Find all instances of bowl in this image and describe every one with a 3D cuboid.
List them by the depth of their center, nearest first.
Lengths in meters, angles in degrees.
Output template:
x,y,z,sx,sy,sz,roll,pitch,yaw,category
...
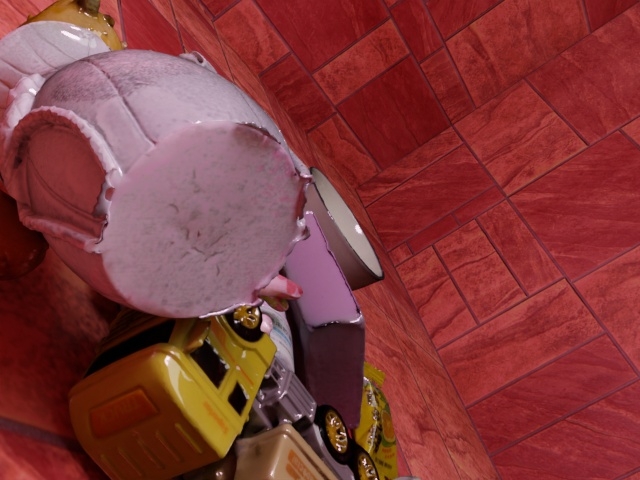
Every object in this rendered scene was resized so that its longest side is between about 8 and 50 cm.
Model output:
x,y,z,sx,sy,sz,roll,pitch,yaw,category
0.000,0.000,1.591,0.354,0.185,0.354,53,13,-18,bowl

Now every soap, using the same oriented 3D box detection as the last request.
x,y,z,sx,sy,sz,roll,pitch,yaw,category
-0.017,0.141,1.060,0.296,0.107,0.285,-115,-163,-47,soap

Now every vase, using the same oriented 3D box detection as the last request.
x,y,z,sx,sy,sz,roll,pitch,yaw,category
-0.219,-0.103,0.643,0.445,0.250,0.250,36,-5,43,vase

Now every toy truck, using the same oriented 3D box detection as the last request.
x,y,z,sx,sy,sz,roll,pitch,yaw,category
-0.088,0.247,0.665,0.405,0.181,0.254,57,19,-17,toy truck

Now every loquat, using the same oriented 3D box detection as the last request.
x,y,z,sx,sy,sz,roll,pitch,yaw,category
-0.361,-0.269,0.872,0.149,0.204,0.172,37,27,-7,loquat

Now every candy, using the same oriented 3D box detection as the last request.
x,y,z,sx,sy,sz,roll,pitch,yaw,category
0.108,0.389,1.292,0.187,0.081,0.297,45,30,-43,candy

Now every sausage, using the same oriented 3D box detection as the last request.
x,y,z,sx,sy,sz,roll,pitch,yaw,category
-0.346,-0.022,0.570,0.179,0.089,0.089,44,17,-34,sausage

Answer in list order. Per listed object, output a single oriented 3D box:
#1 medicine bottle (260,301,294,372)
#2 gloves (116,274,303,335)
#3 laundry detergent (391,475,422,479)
x,y,z,sx,sy,sz,roll,pitch,yaw,category
-0.107,0.162,0.898,0.135,0.135,0.168,52,9,-21,medicine bottle
-0.143,0.061,0.800,0.145,0.241,0.126,-136,-140,-68,gloves
0.223,0.575,1.128,0.094,0.143,0.290,29,26,-58,laundry detergent
